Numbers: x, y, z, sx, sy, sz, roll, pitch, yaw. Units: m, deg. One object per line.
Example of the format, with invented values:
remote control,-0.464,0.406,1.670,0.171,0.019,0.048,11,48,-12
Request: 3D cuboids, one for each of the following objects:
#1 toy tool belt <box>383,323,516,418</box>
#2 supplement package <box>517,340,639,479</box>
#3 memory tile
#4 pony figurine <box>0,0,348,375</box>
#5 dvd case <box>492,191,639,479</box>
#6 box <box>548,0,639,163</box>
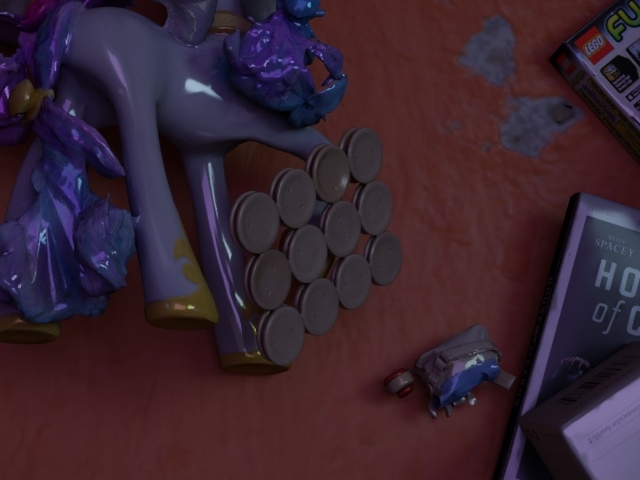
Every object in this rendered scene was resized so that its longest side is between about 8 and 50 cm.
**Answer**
toy tool belt,0.092,0.099,0.886,0.083,0.052,0.051,-28,74,-14
supplement package,0.230,0.167,0.827,0.105,0.105,0.179,-33,90,-9
memory tile,0.000,0.000,0.795,0.148,0.012,0.113,-34,119,-43
pony figurine,-0.128,-0.114,0.818,0.351,0.302,0.364,13,67,-40
dvd case,0.234,0.104,0.902,0.179,0.029,0.239,17,83,-4
box,0.293,-0.165,0.994,0.207,0.036,0.114,-38,85,-16
